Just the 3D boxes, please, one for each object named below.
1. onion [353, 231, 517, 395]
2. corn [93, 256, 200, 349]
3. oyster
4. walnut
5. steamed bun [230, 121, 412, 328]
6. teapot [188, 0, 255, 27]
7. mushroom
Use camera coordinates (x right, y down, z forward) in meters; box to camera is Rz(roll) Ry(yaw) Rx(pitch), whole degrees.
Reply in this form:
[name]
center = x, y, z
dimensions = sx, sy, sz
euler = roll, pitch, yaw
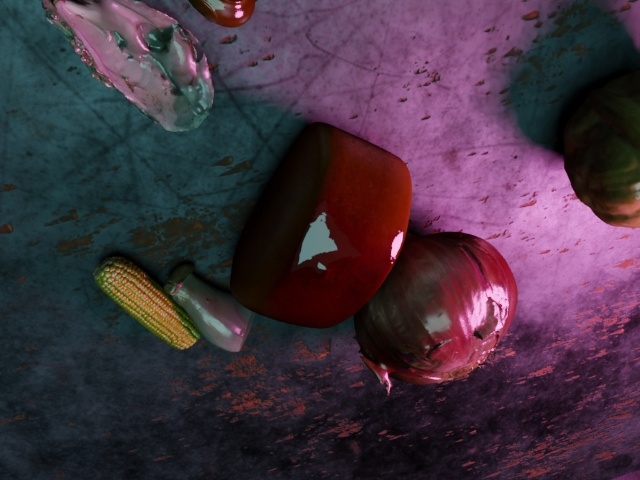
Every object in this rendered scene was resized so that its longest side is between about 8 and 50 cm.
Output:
[onion]
center = 0.220, 0.141, 0.995
dimensions = 0.353, 0.354, 0.354
euler = -6, 123, -10
[corn]
center = -0.338, 0.124, 0.980
dimensions = 0.081, 0.081, 0.248
euler = -33, 124, 8
[oyster]
center = -0.281, -0.272, 0.741
dimensions = 0.252, 0.087, 0.199
euler = 2, 112, -24
[walnut]
center = 0.604, -0.174, 0.919
dimensions = 0.282, 0.277, 0.253
euler = -22, 120, 14
[steamed bun]
center = 0.000, 0.000, 0.887
dimensions = 0.235, 0.248, 0.379
euler = 22, 113, -26
[teapot]
center = -0.158, -0.368, 0.726
dimensions = 0.129, 0.078, 0.098
euler = 37, 66, -21
[mushroom]
center = -0.225, 0.144, 1.014
dimensions = 0.225, 0.116, 0.093
euler = 35, 144, -25
